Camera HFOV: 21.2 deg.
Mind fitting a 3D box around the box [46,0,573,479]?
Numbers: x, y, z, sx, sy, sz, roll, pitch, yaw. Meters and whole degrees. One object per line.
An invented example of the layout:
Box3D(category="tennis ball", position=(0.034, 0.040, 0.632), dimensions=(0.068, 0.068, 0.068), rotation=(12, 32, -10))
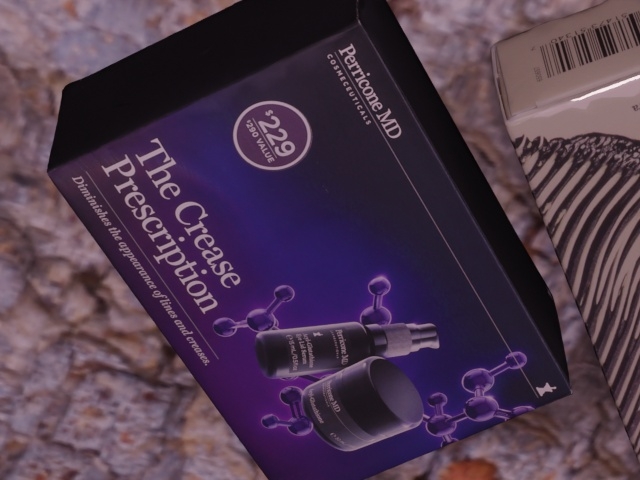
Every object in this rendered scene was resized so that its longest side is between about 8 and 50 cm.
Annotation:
Box3D(category="box", position=(0.000, 0.000, 0.938), dimensions=(0.184, 0.103, 0.261), rotation=(-26, 120, 12))

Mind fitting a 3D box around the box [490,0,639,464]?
Box3D(category="box", position=(0.190, 0.005, 0.946), dimensions=(0.113, 0.094, 0.275), rotation=(-20, 121, 12))
